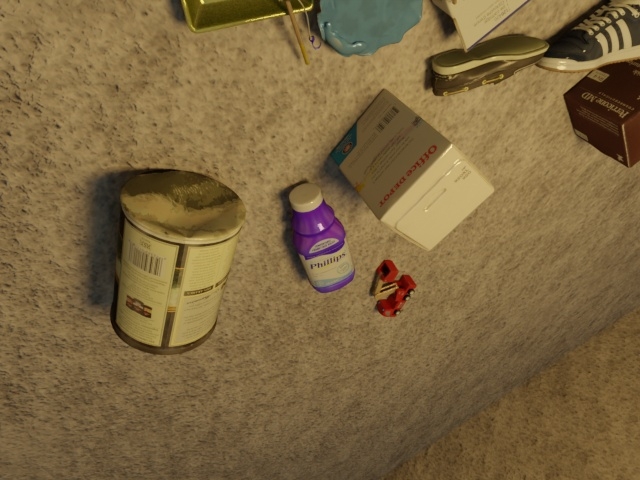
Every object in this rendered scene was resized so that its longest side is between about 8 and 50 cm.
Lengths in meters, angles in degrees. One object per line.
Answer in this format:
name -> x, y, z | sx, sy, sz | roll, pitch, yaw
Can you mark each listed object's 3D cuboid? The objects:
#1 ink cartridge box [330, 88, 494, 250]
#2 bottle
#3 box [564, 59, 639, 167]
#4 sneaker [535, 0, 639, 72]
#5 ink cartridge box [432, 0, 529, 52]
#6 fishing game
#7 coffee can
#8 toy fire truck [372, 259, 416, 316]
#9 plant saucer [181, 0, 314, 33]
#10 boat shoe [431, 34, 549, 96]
ink cartridge box -> 0.165, -0.132, 0.804 | 0.168, 0.233, 0.171 | 26, 115, -40
bottle -> 0.000, 0.000, 0.943 | 0.118, 0.092, 0.283 | -22, 136, -5
box -> 0.709, -0.314, 0.954 | 0.203, 0.168, 0.167 | -42, 135, 13
sneaker -> 0.558, -0.428, 0.829 | 0.282, 0.099, 0.153 | -14, 129, -10
ink cartridge box -> 0.283, -0.514, 0.639 | 0.303, 0.072, 0.307 | -38, 138, 8
fishing game -> 0.081, -0.362, 0.640 | 0.264, 0.041, 0.189 | -22, 156, 9
coffee can -> -0.263, 0.041, 0.772 | 0.201, 0.202, 0.275 | 3, 128, -28
toy fire truck -> 0.197, 0.143, 1.204 | 0.135, 0.047, 0.192 | 5, 128, -29
plant saucer -> -0.110, -0.396, 0.563 | 0.188, 0.045, 0.188 | -18, 134, -11
boat shoe -> 0.320, -0.334, 0.812 | 0.227, 0.081, 0.069 | -14, 137, -5
